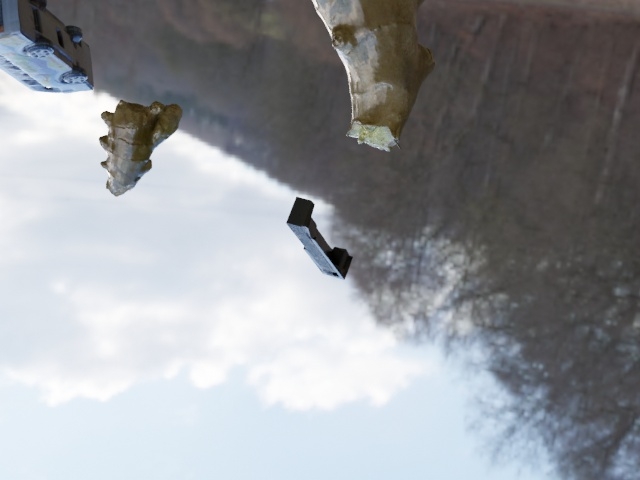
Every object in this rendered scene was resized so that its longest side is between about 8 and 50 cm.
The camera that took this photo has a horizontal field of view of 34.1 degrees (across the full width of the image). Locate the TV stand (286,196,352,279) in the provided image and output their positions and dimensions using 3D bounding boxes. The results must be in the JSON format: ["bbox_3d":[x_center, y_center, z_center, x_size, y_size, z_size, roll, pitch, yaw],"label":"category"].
[{"bbox_3d":[0.000,0.000,1.698,0.040,0.049,0.256,16,164,20],"label":"TV stand"}]

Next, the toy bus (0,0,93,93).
[{"bbox_3d":[-0.517,-0.349,1.865,0.136,0.109,0.330,-11,169,7],"label":"toy bus"}]

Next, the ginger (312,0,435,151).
[{"bbox_3d":[0.073,-0.329,1.458,0.166,0.375,0.236,5,-148,32],"label":"ginger"}]

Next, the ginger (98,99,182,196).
[{"bbox_3d":[-0.330,-0.166,1.803,0.115,0.205,0.081,11,-149,-51],"label":"ginger"}]
